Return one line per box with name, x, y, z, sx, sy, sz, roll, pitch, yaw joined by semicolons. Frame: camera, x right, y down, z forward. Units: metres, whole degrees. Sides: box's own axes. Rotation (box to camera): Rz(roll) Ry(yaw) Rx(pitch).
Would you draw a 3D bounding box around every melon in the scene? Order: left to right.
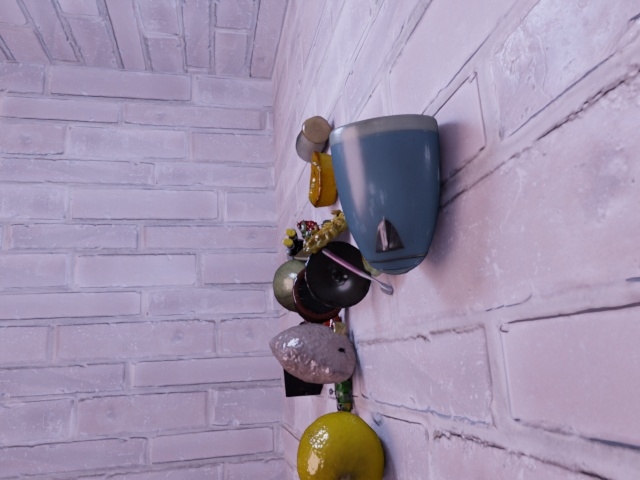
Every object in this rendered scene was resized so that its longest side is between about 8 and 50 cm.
melon;-0.084;0.197;2.180;0.329;0.249;0.248;158;111;-74

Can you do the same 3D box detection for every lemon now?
lemon;0.061;0.658;1.499;0.293;0.293;0.293;180;90;-77

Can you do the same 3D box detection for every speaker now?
speaker;-0.086;0.580;2.342;0.254;0.184;0.232;101;164;-46

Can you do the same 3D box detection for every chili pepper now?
chili pepper;0.050;0.383;1.965;0.086;0.084;0.192;51;-152;-53

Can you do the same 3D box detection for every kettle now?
kettle;0.172;-0.094;1.173;0.319;0.247;0.342;-12;-85;-71

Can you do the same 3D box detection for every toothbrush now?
toothbrush;0.107;0.092;1.515;0.286;0.020;0.025;31;135;36

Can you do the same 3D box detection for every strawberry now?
strawberry;-0.030;-0.003;2.317;0.228;0.098;0.174;66;-178;-67

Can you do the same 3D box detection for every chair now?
chair;0.019;0.164;1.777;0.401;0.227;0.226;124;144;-69

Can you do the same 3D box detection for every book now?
book;0.000;0.000;1.992;0.021;0.217;0.310;46;170;-8

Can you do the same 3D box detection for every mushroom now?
mushroom;-0.042;-0.453;2.274;0.407;0.138;0.154;170;113;-84

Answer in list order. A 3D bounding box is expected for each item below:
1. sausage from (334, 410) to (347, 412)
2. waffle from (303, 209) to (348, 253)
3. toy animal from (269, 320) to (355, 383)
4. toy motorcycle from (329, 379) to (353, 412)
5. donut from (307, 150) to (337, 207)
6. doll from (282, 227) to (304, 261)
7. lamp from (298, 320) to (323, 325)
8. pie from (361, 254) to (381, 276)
sausage;0.056;0.730;1.849;0.304;0.121;0.121;104;161;-54
waffle;0.045;-0.053;1.594;0.060;0.262;0.280;54;-179;-8
toy animal;-0.023;0.410;1.832;0.226;0.358;0.188;-43;-40;-49
toy motorcycle;0.084;0.547;1.859;0.106;0.074;0.190;139;131;-62
donut;0.001;-0.258;2.104;0.253;0.118;0.253;178;90;-75
doll;-0.118;0.047;2.318;0.316;0.103;0.145;72;-175;-67
lamp;-0.030;0.388;2.193;0.157;0.135;0.156;104;159;-46
pie;0.162;-0.018;1.441;0.201;0.090;0.247;150;123;-79
